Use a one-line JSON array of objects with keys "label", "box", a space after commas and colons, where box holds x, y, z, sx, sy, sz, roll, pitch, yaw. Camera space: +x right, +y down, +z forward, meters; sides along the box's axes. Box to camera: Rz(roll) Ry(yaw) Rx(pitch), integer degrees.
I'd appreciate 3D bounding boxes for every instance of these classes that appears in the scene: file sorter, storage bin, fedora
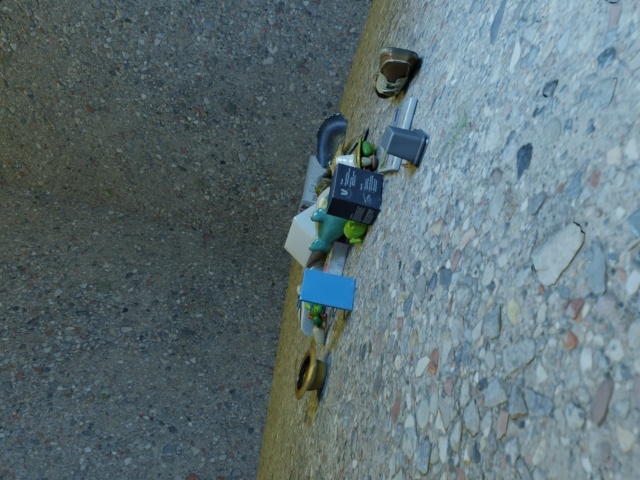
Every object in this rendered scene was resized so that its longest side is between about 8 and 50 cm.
[{"label": "file sorter", "box": [0.017, 0.184, 1.562, 0.104, 0.170, 0.118, 107, 174, -53]}, {"label": "storage bin", "box": [0.208, -0.243, 1.212, 0.135, 0.091, 0.098, -90, 16, -67]}, {"label": "fedora", "box": [-0.028, 0.478, 1.678, 0.194, 0.079, 0.194, -160, 90, -80]}]

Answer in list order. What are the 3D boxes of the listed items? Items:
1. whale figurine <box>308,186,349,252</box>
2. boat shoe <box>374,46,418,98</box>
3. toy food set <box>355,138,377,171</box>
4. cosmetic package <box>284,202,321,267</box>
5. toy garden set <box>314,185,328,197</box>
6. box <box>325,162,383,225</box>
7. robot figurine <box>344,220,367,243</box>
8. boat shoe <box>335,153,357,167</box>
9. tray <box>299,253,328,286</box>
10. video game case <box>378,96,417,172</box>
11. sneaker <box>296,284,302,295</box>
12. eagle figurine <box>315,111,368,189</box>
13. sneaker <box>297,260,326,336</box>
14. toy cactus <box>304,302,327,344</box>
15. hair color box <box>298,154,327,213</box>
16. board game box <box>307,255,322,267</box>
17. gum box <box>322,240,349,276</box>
[{"label": "whale figurine", "box": [0.057, -0.064, 1.719, 0.141, 0.216, 0.272, 38, 110, 41]}, {"label": "boat shoe", "box": [0.236, -0.529, 1.526, 0.324, 0.123, 0.120, -64, -16, -84]}, {"label": "toy food set", "box": [0.174, -0.283, 1.714, 0.218, 0.071, 0.128, -80, -16, -46]}, {"label": "cosmetic package", "box": [-0.010, -0.040, 1.948, 0.225, 0.138, 0.224, -35, -18, -31]}, {"label": "toy garden set", "box": [0.048, -0.323, 2.361, 0.204, 0.049, 0.244, -61, -8, 19]}, {"label": "box", "box": [0.110, -0.149, 1.524, 0.093, 0.158, 0.156, 113, 170, -52]}, {"label": "robot figurine", "box": [0.118, -0.042, 1.614, 0.115, 0.067, 0.101, 125, 149, -72]}, {"label": "boat shoe", "box": [0.096, -0.211, 1.805, 0.098, 0.096, 0.277, -80, -10, -46]}, {"label": "tray", "box": [-0.005, 0.043, 2.343, 0.203, 0.076, 0.411, -150, 75, -76]}, {"label": "video game case", "box": [0.232, -0.313, 1.443, 0.193, 0.023, 0.212, -137, 61, -82]}, {"label": "sneaker", "box": [-0.074, 0.279, 2.517, 0.237, 0.085, 0.086, 172, 86, -79]}, {"label": "eagle figurine", "box": [0.093, -0.366, 2.041, 0.226, 0.225, 0.298, 84, -172, -80]}, {"label": "sneaker", "box": [-0.033, 0.237, 2.022, 0.127, 0.126, 0.321, -154, 77, -77]}, {"label": "toy cactus", "box": [-0.002, 0.311, 1.843, 0.219, 0.112, 0.180, 132, 133, -70]}, {"label": "hair color box", "box": [0.000, -0.288, 2.580, 0.113, 0.185, 0.374, 112, 169, -47]}, {"label": "board game box", "box": [0.000, 0.000, 2.200, 0.259, 0.030, 0.136, -49, 39, 37]}, {"label": "gum box", "box": [0.053, 0.097, 1.868, 0.107, 0.062, 0.188, -166, 91, -83]}]
